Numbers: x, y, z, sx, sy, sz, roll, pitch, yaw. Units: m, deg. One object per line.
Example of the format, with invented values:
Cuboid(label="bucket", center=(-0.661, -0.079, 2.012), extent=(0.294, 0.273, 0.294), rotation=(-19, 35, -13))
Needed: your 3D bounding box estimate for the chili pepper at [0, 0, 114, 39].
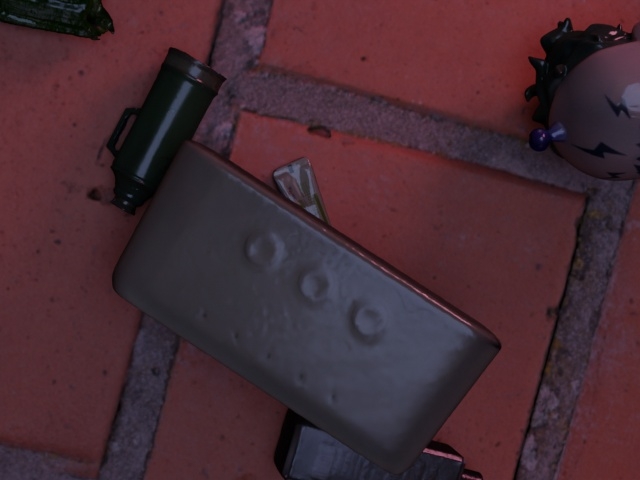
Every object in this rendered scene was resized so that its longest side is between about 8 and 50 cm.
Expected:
Cuboid(label="chili pepper", center=(-0.328, -0.283, 1.478), extent=(0.224, 0.061, 0.098), rotation=(16, 112, -17))

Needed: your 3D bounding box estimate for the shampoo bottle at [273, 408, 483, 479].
Cuboid(label="shampoo bottle", center=(0.073, 0.266, 1.595), extent=(0.246, 0.079, 0.080), rotation=(16, 93, -12))

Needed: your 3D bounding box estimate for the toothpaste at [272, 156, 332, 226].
Cuboid(label="toothpaste", center=(0.000, 0.000, 1.585), extent=(0.048, 0.029, 0.197), rotation=(-23, 96, -9))

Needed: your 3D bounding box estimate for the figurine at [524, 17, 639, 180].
Cuboid(label="figurine", center=(0.425, -0.171, 1.556), extent=(0.381, 0.186, 0.261), rotation=(-4, 119, 2))

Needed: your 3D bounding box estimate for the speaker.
Cuboid(label="speaker", center=(-0.021, 0.073, 1.481), extent=(0.406, 0.183, 0.184), rotation=(33, 91, 2))

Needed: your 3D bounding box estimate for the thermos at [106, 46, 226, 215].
Cuboid(label="thermos", center=(-0.185, -0.120, 1.515), extent=(0.083, 0.073, 0.188), rotation=(28, 89, -13))
